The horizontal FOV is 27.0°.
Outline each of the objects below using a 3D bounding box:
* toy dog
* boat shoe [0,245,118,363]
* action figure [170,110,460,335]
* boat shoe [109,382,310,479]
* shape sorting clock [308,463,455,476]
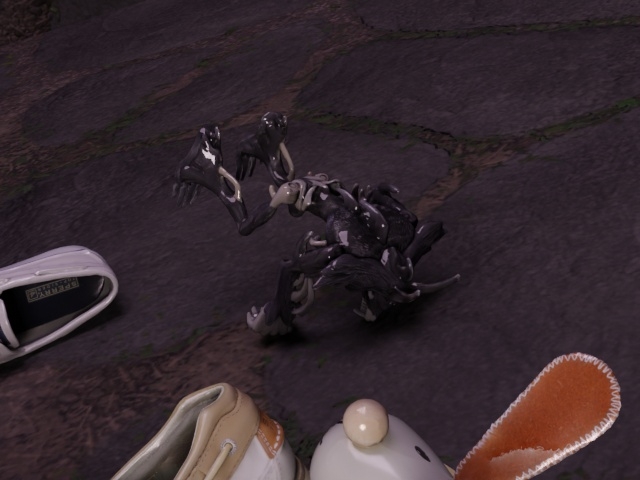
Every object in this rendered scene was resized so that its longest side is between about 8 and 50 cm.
[{"bbox_3d":[0.118,0.154,0.664,0.334,0.161,0.220,8,38,24],"label":"toy dog"},{"bbox_3d":[-0.319,0.075,1.288,0.258,0.095,0.084,-28,21,-19],"label":"boat shoe"},{"bbox_3d":[0.000,0.000,1.180,0.164,0.141,0.276,-25,50,-34],"label":"action figure"},{"bbox_3d":[-0.142,0.209,0.820,0.302,0.103,0.113,-41,25,-23],"label":"boat shoe"},{"bbox_3d":[0.006,0.208,0.830,0.206,0.040,0.206,-26,24,12],"label":"shape sorting clock"}]
